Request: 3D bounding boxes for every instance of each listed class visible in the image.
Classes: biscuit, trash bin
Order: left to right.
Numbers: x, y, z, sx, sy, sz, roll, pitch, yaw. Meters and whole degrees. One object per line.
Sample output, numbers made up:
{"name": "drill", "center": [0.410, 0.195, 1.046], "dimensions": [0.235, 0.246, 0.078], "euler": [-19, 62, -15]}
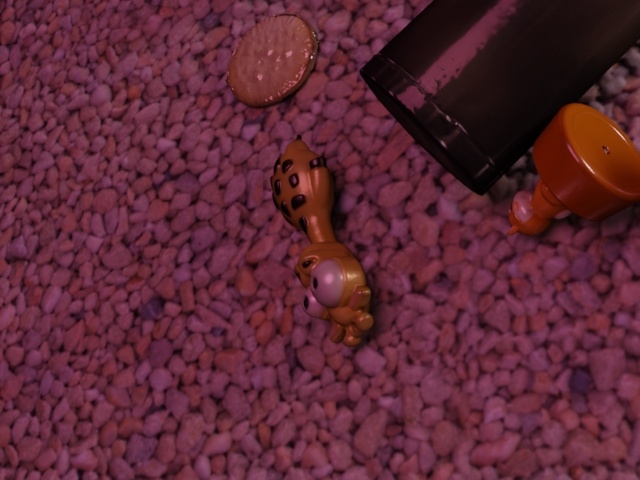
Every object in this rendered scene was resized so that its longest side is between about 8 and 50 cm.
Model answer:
{"name": "biscuit", "center": [-0.069, -0.255, 1.707], "dimensions": [0.152, 0.020, 0.152], "euler": [-14, 61, 28]}
{"name": "trash bin", "center": [0.219, -0.226, 1.384], "dimensions": [0.301, 0.252, 0.203], "euler": [-45, 86, 2]}

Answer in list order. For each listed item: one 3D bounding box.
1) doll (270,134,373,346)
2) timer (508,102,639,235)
{"name": "doll", "center": [-0.001, 0.000, 1.505], "dimensions": [0.117, 0.086, 0.291], "euler": [118, 142, -49]}
{"name": "timer", "center": [0.265, -0.057, 1.351], "dimensions": [0.152, 0.132, 0.132], "euler": [-44, 48, 37]}
